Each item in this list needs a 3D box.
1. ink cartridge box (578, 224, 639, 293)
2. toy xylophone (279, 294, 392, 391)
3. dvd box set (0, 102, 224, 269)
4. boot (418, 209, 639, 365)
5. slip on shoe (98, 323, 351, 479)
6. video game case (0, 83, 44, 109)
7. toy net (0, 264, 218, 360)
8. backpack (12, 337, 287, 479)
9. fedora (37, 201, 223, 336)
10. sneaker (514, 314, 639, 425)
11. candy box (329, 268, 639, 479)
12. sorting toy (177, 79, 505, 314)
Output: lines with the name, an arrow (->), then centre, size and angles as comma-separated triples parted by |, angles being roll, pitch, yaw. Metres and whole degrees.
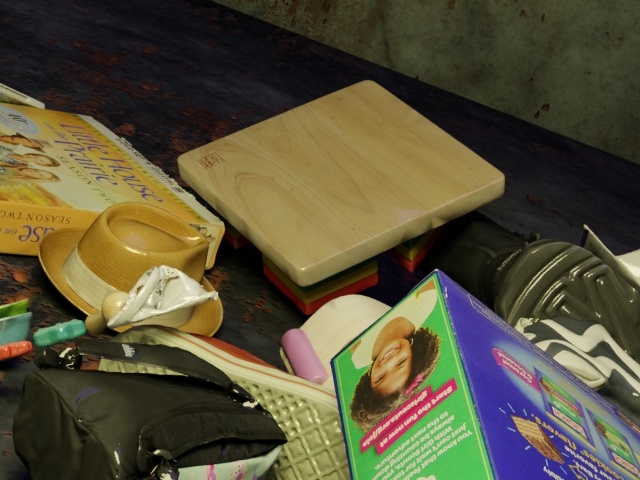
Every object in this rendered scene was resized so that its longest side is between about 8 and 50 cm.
ink cartridge box -> 0.395, 0.109, 1.755 | 0.333, 0.065, 0.165 | 50, -5, 13
toy xylophone -> 0.123, 0.155, 1.445 | 0.322, 0.081, 0.236 | 30, 11, -16
dvd box set -> -0.347, -0.073, 1.753 | 0.420, 0.062, 0.307 | 6, 22, -41
boot -> 0.276, 0.126, 1.750 | 0.367, 0.146, 0.445 | 50, -5, -7
slip on shoe -> -0.026, 0.156, 1.330 | 0.331, 0.123, 0.101 | 25, 12, 31
video game case -> -0.381, -0.155, 1.922 | 0.087, 0.011, 0.122 | -13, -16, 22
toy net -> -0.197, 0.057, 1.339 | 0.232, 0.045, 0.122 | -16, -1, 16
backpack -> -0.118, 0.151, 1.221 | 0.182, 0.115, 0.152 | 4, 35, -47
fedora -> -0.167, 0.019, 1.604 | 0.194, 0.079, 0.194 | 25, 25, -12
sneaker -> 0.255, 0.132, 1.450 | 0.235, 0.094, 0.153 | 20, 22, -13
candy box -> 0.153, 0.206, 1.135 | 0.268, 0.122, 0.317 | 37, 20, -25
sorting toy -> 0.022, -0.043, 1.822 | 0.255, 0.089, 0.257 | -24, 40, -23
